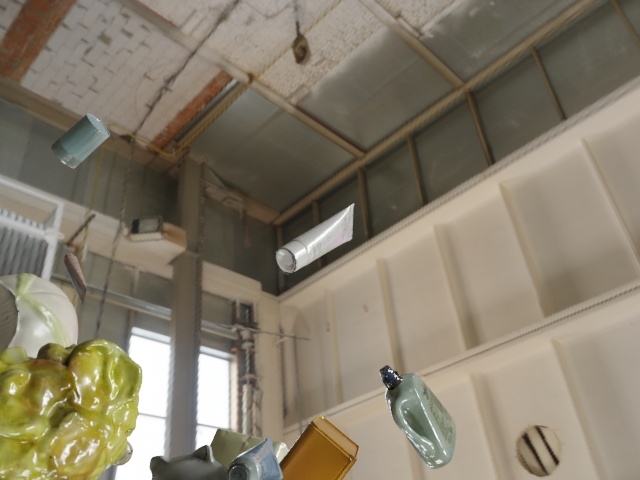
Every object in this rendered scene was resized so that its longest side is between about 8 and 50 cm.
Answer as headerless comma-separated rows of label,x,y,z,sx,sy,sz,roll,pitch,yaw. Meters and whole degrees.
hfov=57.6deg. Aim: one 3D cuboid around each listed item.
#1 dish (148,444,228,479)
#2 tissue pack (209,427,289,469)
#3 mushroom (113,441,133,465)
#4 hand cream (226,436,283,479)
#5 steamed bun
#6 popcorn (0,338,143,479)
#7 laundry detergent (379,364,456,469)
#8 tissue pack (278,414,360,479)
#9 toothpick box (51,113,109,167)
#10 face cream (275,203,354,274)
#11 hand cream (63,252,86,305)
dish,-0.245,0.512,1.106,0.086,0.236,0.228,-39,152,-80
tissue pack,-0.292,0.891,2.047,0.297,0.207,0.380,1,-136,21
mushroom,-0.661,0.698,1.925,0.079,0.085,0.085,148,-39,-78
hand cream,-0.121,0.444,1.144,0.058,0.271,0.091,-25,-106,3
steamed bun,-0.778,0.244,1.556,0.309,0.309,0.309,-26,-129,38
popcorn,-0.331,0.211,0.695,0.217,0.235,0.181,-36,-114,33
laundry detergent,0.257,0.468,1.610,0.105,0.280,0.215,-33,-166,25
tissue pack,-0.042,0.585,1.427,0.145,0.194,0.274,38,-96,14
toothpick box,-0.402,-0.167,0.977,0.083,0.052,0.052,-39,-138,7
face cream,0.000,0.000,1.248,0.058,0.244,0.092,23,-55,30
hand cream,-0.768,0.114,1.834,0.209,0.043,0.067,48,-55,40
